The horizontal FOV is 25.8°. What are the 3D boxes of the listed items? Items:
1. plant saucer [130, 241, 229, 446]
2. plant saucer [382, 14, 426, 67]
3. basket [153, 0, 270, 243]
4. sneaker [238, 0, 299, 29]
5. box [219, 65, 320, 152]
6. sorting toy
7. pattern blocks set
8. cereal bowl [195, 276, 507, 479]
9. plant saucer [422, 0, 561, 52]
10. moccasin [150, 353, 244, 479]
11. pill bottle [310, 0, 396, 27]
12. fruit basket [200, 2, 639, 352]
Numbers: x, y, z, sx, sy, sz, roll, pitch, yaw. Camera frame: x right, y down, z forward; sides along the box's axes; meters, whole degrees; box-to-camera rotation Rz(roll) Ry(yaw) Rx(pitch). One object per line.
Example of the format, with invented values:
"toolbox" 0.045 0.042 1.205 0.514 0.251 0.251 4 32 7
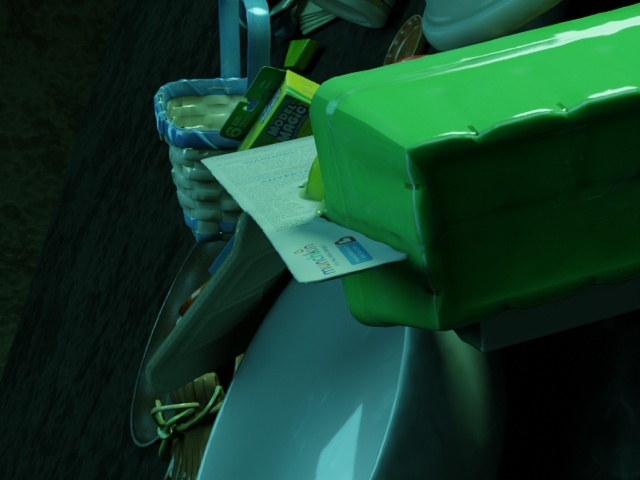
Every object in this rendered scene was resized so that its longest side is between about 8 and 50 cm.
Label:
"plant saucer" -0.148 0.114 1.724 0.310 0.050 0.310 -53 23 33
"plant saucer" 0.092 -0.201 1.498 0.083 0.013 0.083 -55 21 32
"basket" -0.089 -0.159 1.600 0.255 0.201 0.289 -110 16 -64
"sneaker" -0.056 -0.405 1.933 0.163 0.086 0.226 -154 78 -83
"box" 0.000 -0.094 1.359 0.105 0.179 0.043 -53 22 37
"sorting toy" 0.000 0.000 1.164 0.307 0.041 0.229 -26 -21 -40
"pattern blocks set" 0.024 -0.355 1.853 0.285 0.026 0.325 -64 18 4
"cereal bowl" 0.031 0.168 1.013 0.339 0.141 0.339 -55 21 33
"plant saucer" 0.197 -0.310 1.011 0.400 0.100 0.400 -43 14 13
"moccasin" -0.097 0.157 1.368 0.380 0.147 0.139 -68 18 -6
"pill bottle" 0.060 -0.351 1.614 0.186 0.112 0.112 -67 18 -1
"fruit basket" 0.105 -0.050 0.908 0.353 0.327 0.165 -150 46 -75
